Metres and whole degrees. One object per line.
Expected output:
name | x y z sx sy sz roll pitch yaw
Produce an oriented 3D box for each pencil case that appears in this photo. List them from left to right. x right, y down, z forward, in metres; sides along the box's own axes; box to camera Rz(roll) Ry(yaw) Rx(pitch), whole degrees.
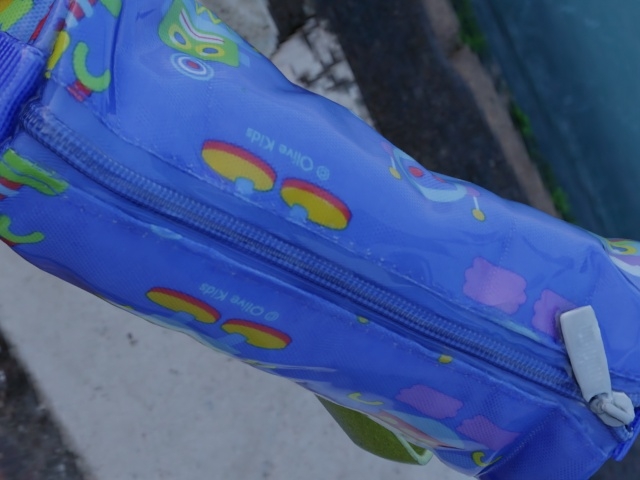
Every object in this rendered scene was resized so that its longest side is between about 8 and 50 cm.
pencil case | 0.000 0.000 0.501 0.306 0.133 0.119 27 92 -24

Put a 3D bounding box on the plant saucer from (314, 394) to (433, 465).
plant saucer | 0.019 0.052 0.913 0.188 0.045 0.188 51 26 -1
